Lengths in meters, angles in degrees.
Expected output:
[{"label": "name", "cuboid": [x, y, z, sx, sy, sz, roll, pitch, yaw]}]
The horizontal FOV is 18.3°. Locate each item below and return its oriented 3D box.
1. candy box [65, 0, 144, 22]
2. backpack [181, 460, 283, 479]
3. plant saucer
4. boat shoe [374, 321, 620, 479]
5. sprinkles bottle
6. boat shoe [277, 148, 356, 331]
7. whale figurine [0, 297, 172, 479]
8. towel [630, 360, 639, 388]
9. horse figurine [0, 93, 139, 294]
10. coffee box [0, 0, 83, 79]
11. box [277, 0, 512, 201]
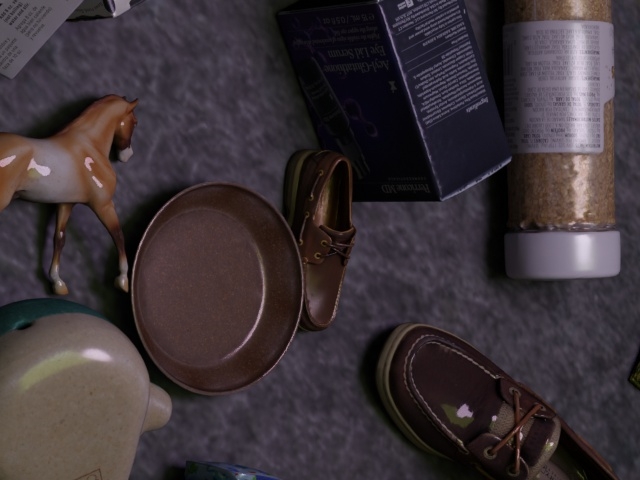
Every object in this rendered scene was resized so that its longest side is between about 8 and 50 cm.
[{"label": "candy box", "cuboid": [-0.187, -0.327, 1.720, 0.159, 0.071, 0.233, -36, 117, -42]}, {"label": "backpack", "cuboid": [-0.076, 0.248, 1.813, 0.114, 0.105, 0.084, 26, 75, -42]}, {"label": "plant saucer", "cuboid": [-0.102, 0.044, 1.835, 0.198, 0.036, 0.198, -1, 92, -40]}, {"label": "boat shoe", "cuboid": [0.197, 0.195, 2.027, 0.342, 0.123, 0.123, 44, 63, -31]}, {"label": "sprinkles bottle", "cuboid": [0.250, -0.137, 2.073, 0.121, 0.121, 0.355, -2, 91, -40]}, {"label": "boat shoe", "cuboid": [0.000, 0.000, 1.904, 0.064, 0.060, 0.178, 4, 88, -40]}, {"label": "whale figurine", "cuboid": [-0.233, 0.168, 1.683, 0.216, 0.141, 0.272, -25, 130, -21]}, {"label": "towel", "cuboid": [0.424, 0.076, 2.287, 0.102, 0.021, 0.237, 38, 66, -40]}, {"label": "horse figurine", "cuboid": [-0.250, -0.035, 1.693, 0.263, 0.066, 0.174, -5, 101, -43]}, {"label": "coffee box", "cuboid": [-0.324, -0.280, 1.527, 0.297, 0.168, 0.119, 34, 112, -29]}, {"label": "box", "cuboid": [0.072, -0.148, 1.904, 0.108, 0.153, 0.207, -30, 108, -36]}]
